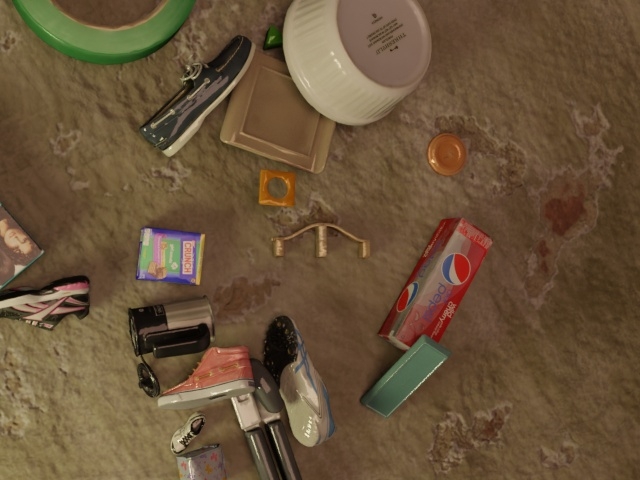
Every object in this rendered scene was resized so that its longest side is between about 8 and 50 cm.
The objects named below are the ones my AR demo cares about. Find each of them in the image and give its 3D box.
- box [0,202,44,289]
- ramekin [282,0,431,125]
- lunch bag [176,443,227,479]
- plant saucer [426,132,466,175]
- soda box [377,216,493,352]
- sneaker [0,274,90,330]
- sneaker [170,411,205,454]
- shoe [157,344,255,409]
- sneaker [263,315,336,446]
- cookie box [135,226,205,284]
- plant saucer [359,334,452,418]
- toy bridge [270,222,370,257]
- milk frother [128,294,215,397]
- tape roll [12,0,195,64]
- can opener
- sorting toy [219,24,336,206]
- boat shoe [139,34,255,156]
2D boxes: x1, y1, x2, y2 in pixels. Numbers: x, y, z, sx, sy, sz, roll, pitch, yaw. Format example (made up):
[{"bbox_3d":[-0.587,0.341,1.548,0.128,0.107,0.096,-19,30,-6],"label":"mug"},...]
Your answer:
[{"bbox_3d":[-0.562,-0.040,1.404,0.100,0.060,0.244,-43,101,-15],"label":"box"},{"bbox_3d":[0.077,-0.351,1.554,0.273,0.127,0.273,7,77,-33],"label":"ramekin"},{"bbox_3d":[-0.201,0.396,1.514,0.083,0.053,0.071,-11,92,-44],"label":"lunch bag"},{"bbox_3d":[0.247,-0.167,1.701,0.083,0.013,0.083,1,88,-18],"label":"plant saucer"},{"bbox_3d":[0.216,0.088,1.641,0.083,0.092,0.263,34,79,-14],"label":"soda box"},{"bbox_3d":[-0.461,0.115,1.430,0.178,0.072,0.077,-11,102,-13],"label":"sneaker"},{"bbox_3d":[-0.229,0.333,1.515,0.032,0.037,0.083,37,79,-16],"label":"sneaker"},{"bbox_3d":[-0.198,0.234,1.501,0.178,0.063,0.081,-16,65,15],"label":"shoe"},{"bbox_3d":[-0.035,0.248,1.569,0.086,0.085,0.237,-12,83,-56],"label":"sneaker"},{"bbox_3d":[-0.258,0.028,1.513,0.107,0.040,0.092,7,85,-19],"label":"cookie box"},{"bbox_3d":[0.154,0.253,1.597,0.067,0.018,0.192,33,116,-14],"label":"plant saucer"},{"bbox_3d":[0.000,0.000,1.607,0.188,0.026,0.063,2,85,-18],"label":"toy bridge"},{"bbox_3d":[-0.250,0.181,1.493,0.135,0.129,0.143,-8,134,-18],"label":"milk frother"},{"bbox_3d":[-0.364,-0.463,1.475,0.321,0.077,0.321,1,87,-18],"label":"tape roll"},{"bbox_3d":[-0.088,0.344,1.528,0.076,0.095,0.283,-19,87,-21],"label":"can opener"},{"bbox_3d":[-0.070,-0.225,1.575,0.196,0.047,0.348,17,76,-15],"label":"sorting toy"},{"bbox_3d":[-0.212,-0.263,1.513,0.079,0.095,0.254,41,86,-24],"label":"boat shoe"}]
